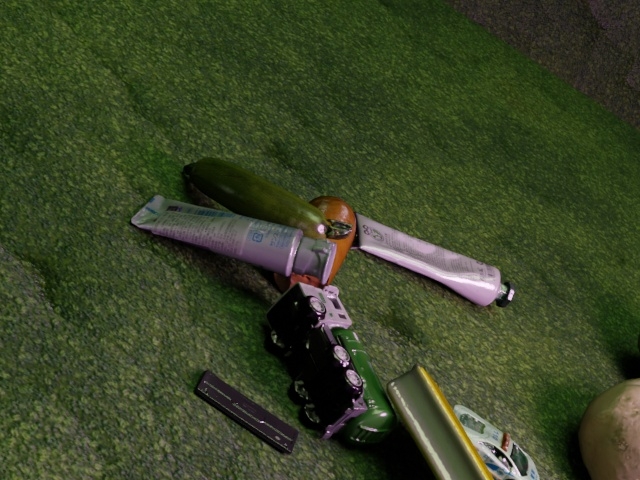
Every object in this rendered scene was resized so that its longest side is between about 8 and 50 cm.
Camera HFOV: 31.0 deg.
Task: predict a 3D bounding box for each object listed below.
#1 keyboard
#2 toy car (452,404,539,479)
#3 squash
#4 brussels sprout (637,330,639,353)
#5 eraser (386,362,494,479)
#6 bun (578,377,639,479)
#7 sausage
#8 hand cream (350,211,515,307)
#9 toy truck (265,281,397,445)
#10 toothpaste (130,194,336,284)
[{"bbox_3d":[-0.097,0.227,1.529,0.155,0.010,0.053,35,27,-5],"label":"keyboard"},{"bbox_3d":[0.267,0.320,1.766,0.186,0.058,0.093,37,26,-1],"label":"toy car"},{"bbox_3d":[-0.100,-0.066,1.795,0.318,0.071,0.080,24,36,24],"label":"squash"},{"bbox_3d":[0.759,0.263,2.251,0.316,0.242,0.274,46,5,5],"label":"brussels sprout"},{"bbox_3d":[0.181,0.297,1.615,0.226,0.069,0.158,60,2,26],"label":"eraser"},{"bbox_3d":[0.593,0.358,1.914,0.326,0.234,0.362,26,24,-12],"label":"bun"},{"bbox_3d":[-0.001,-0.002,1.882,0.109,0.109,0.270,36,26,-5],"label":"sausage"},{"bbox_3d":[0.199,0.038,2.105,0.336,0.076,0.121,23,26,-14],"label":"hand cream"},{"bbox_3d":[0.019,0.178,1.645,0.125,0.101,0.242,14,39,-45],"label":"toy truck"},{"bbox_3d":[-0.127,-0.006,1.722,0.299,0.073,0.114,16,28,8],"label":"toothpaste"}]
